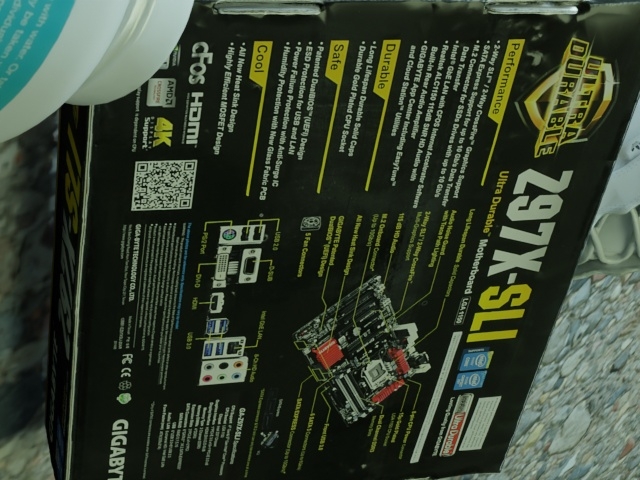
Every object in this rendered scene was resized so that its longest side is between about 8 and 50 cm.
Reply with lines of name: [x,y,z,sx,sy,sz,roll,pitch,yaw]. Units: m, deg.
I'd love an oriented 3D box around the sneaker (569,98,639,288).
sneaker: [0.189,-0.013,0.900,0.366,0.210,0.137,-40,148,-20]

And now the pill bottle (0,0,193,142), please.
pill bottle: [-0.150,-0.104,0.390,0.264,0.146,0.146,9,115,-57]

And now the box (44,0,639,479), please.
box: [0.000,0.000,0.679,0.257,0.079,0.322,-5,132,-19]
